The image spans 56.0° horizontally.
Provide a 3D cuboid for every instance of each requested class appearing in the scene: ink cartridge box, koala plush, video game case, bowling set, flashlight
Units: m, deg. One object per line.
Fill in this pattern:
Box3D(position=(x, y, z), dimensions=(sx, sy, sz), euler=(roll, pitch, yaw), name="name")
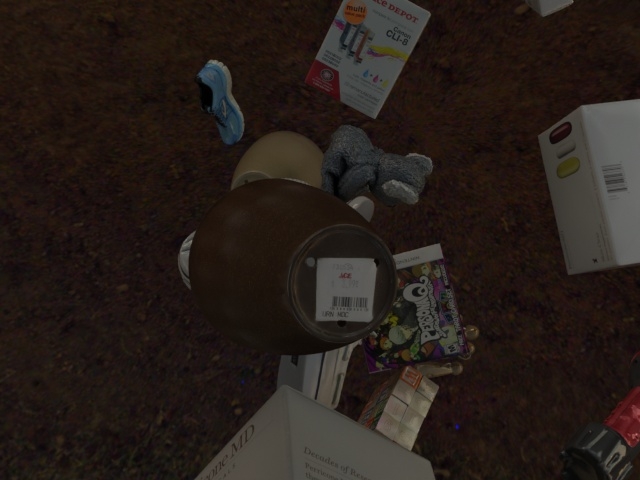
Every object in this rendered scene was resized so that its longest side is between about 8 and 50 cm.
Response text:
Box3D(position=(0.076, -0.305, 0.945), dimensions=(0.128, 0.127, 0.176), euler=(28, 111, -1), name="ink cartridge box")
Box3D(position=(0.129, -0.144, 1.333), dimensions=(0.221, 0.196, 0.203), euler=(14, 126, 21), name="koala plush")
Box3D(position=(0.177, 0.142, 1.249), dimensions=(0.210, 0.042, 0.232), euler=(-15, 80, 18), name="video game case")
Box3D(position=(0.366, 0.267, 1.786), dimensions=(0.154, 0.199, 0.287), euler=(-1, 144, -12), name="bowling set")
Box3D(position=(0.457, 0.246, 0.880), dimensions=(0.103, 0.304, 0.103), euler=(46, 141, 25), name="flashlight")
Box3D(position=(0.504, -0.631, 1.407), dimensions=(0.082, 0.190, 0.139), euler=(-21, 129, 9), name="ink cartridge box")

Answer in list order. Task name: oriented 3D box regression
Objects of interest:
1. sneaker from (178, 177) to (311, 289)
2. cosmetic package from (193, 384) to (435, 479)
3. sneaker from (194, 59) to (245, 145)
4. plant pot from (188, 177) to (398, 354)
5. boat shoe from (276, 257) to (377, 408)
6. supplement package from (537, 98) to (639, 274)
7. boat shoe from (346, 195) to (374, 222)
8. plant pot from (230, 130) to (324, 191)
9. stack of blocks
Box3D(position=(-0.111, 0.003, 0.895), dimensions=(0.094, 0.153, 0.235), euler=(47, 62, 3), name="sneaker")
Box3D(position=(-0.013, 0.506, 0.872), dimensions=(0.327, 0.393, 0.329), euler=(33, 110, -21), name="cosmetic package")
Box3D(position=(-0.194, -0.243, 1.103), dimensions=(0.063, 0.073, 0.162), euler=(15, 136, 34), name="sneaker")
Box3D(position=(-0.016, 0.035, 0.641), dimensions=(0.216, 0.230, 0.215), euler=(-1, 93, -20), name="plant pot")
Box3D(position=(0.031, 0.164, 1.127), dimensions=(0.157, 0.136, 0.366), euler=(1, 105, -33), name="boat shoe")
Box3D(position=(0.517, -0.089, 1.015), dimensions=(0.204, 0.145, 0.261), euler=(-8, 81, -9), name="supplement package")
Box3D(position=(0.000, 0.000, 1.277), dimensions=(0.267, 0.096, 0.088), euler=(-50, 55, 7), name="boat shoe")
Box3D(position=(-0.127, -0.144, 1.568), dimensions=(0.257, 0.274, 0.256), euler=(3, 106, 12), name="plant pot")
Box3D(position=(0.123, 0.423, 1.261), dimensions=(0.087, 0.297, 0.171), euler=(36, 141, 2), name="stack of blocks")
